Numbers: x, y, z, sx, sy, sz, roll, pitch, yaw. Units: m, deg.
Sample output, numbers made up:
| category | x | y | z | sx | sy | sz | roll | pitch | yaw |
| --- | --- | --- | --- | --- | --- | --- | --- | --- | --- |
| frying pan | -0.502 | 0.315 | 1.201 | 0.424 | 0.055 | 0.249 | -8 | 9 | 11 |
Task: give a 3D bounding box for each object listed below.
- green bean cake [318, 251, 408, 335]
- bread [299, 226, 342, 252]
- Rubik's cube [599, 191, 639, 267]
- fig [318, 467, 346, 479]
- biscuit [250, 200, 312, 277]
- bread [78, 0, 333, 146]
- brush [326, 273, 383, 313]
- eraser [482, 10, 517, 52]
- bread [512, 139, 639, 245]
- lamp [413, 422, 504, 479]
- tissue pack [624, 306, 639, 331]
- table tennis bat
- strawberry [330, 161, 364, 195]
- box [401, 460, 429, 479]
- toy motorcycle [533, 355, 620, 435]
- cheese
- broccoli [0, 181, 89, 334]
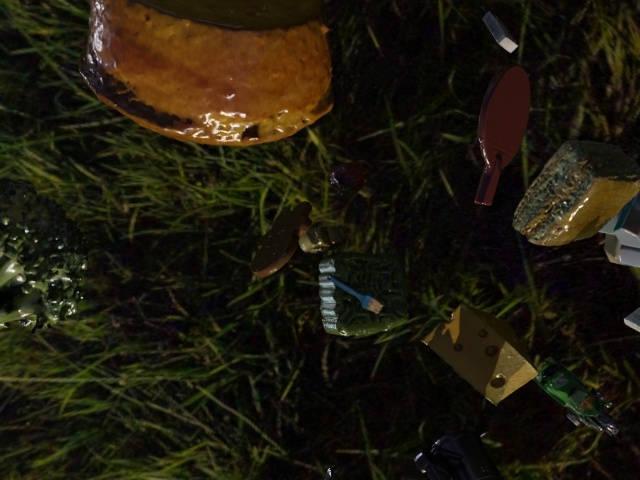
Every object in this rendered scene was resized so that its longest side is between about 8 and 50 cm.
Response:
| category | x | y | z | sx | sy | sz | roll | pitch | yaw |
| --- | --- | --- | --- | --- | --- | --- | --- | --- | --- |
| green bean cake | 0.123 | 0.143 | 1.706 | 0.125 | 0.248 | 0.222 | -11 | 81 | 61 |
| bread | 0.000 | 0.000 | 1.694 | 0.117 | 0.156 | 0.064 | -11 | 86 | 8 |
| Rubik's cube | 0.779 | -0.037 | 1.508 | 0.213 | 0.265 | 0.224 | 19 | 120 | 48 |
| fig | 0.020 | 0.444 | 1.054 | 0.109 | 0.103 | 0.155 | -145 | 48 | -65 |
| biscuit | -0.095 | 0.000 | 1.521 | 0.180 | 0.236 | 0.039 | -22 | 120 | 40 |
| bread | -0.124 | -0.237 | 0.719 | 0.312 | 0.312 | 0.172 | 40 | 137 | 29 |
| brush | 0.086 | 0.132 | 1.593 | 0.164 | 0.014 | 0.051 | 32 | 135 | 10 |
| eraser | 0.450 | -0.523 | 1.559 | 0.029 | 0.052 | 0.122 | -46 | 40 | 33 |
| bread | 0.431 | -0.070 | 1.053 | 0.196 | 0.138 | 0.102 | -60 | 42 | 40 |
| lamp | 0.230 | 0.383 | 0.951 | 0.147 | 0.172 | 0.227 | -57 | 34 | 23 |
| tissue pack | 0.808 | 0.183 | 1.530 | 0.056 | 0.108 | 0.023 | 42 | 158 | 56 |
| table tennis bat | 0.527 | -0.306 | 1.815 | 0.051 | 0.268 | 0.415 | 17 | 96 | 40 |
| strawberry | 0.078 | -0.178 | 1.741 | 0.106 | 0.106 | 0.106 | 4 | 96 | 38 |
| box | 0.186 | 0.621 | 1.213 | 0.058 | 0.211 | 0.350 | 1 | 79 | 18 |
| toy motorcycle | 0.438 | 0.263 | 1.090 | 0.074 | 0.106 | 0.190 | -47 | 30 | 2 |
| cheese | 0.242 | 0.161 | 0.988 | 0.093 | 0.171 | 0.126 | -44 | 33 | 19 |
| broccoli | -0.469 | 0.035 | 0.846 | 0.235 | 0.259 | 0.288 | 56 | 129 | 23 |
